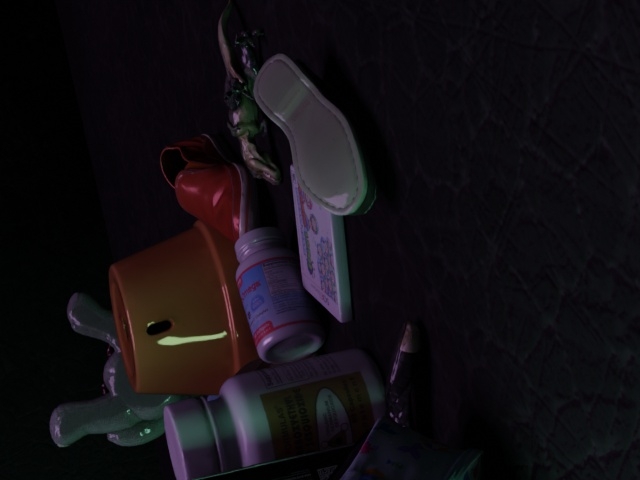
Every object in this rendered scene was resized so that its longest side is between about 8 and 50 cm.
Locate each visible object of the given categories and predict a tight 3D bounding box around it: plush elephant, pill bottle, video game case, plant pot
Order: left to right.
[{"bbox_3d":[-0.293,0.235,2.272,0.255,0.329,0.272,42,-133,-78],"label":"plush elephant"},{"bbox_3d":[-0.202,0.116,1.911,0.291,0.203,0.291,168,90,-74],"label":"plant pot"},{"bbox_3d":[-0.056,0.066,1.569,0.087,0.087,0.160,104,151,-56],"label":"pill bottle"},{"bbox_3d":[-0.047,0.203,1.365,0.131,0.229,0.131,169,90,-74],"label":"pill bottle"},{"bbox_3d":[0.000,0.000,1.453,0.143,0.019,0.157,-141,42,-66],"label":"video game case"}]

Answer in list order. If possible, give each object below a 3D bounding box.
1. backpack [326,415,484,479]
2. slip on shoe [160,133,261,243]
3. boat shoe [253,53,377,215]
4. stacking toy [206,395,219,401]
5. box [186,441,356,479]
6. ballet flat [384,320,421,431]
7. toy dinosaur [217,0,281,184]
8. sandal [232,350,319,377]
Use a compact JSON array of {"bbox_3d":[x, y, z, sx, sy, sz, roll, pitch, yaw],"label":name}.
[{"bbox_3d":[0.065,0.284,1.057,0.253,0.191,0.225,-57,-25,-50],"label":"backpack"},{"bbox_3d":[-0.156,-0.067,1.814,0.331,0.101,0.123,-130,35,-58],"label":"slip on shoe"},{"bbox_3d":[0.007,-0.105,1.275,0.081,0.068,0.228,-47,48,21],"label":"boat shoe"},{"bbox_3d":[-0.089,0.368,1.957,0.280,0.130,0.309,56,174,-18],"label":"stacking toy"},{"bbox_3d":[-0.026,0.339,1.211,0.079,0.321,0.257,100,154,-49],"label":"box"},{"bbox_3d":[0.088,0.157,1.232,0.057,0.049,0.173,-68,-19,-65],"label":"ballet flat"},{"bbox_3d":[-0.101,-0.204,1.605,0.118,0.064,0.268,115,145,-75],"label":"toy dinosaur"},{"bbox_3d":[-0.040,0.197,1.653,0.079,0.088,0.240,47,154,-13],"label":"sandal"}]
